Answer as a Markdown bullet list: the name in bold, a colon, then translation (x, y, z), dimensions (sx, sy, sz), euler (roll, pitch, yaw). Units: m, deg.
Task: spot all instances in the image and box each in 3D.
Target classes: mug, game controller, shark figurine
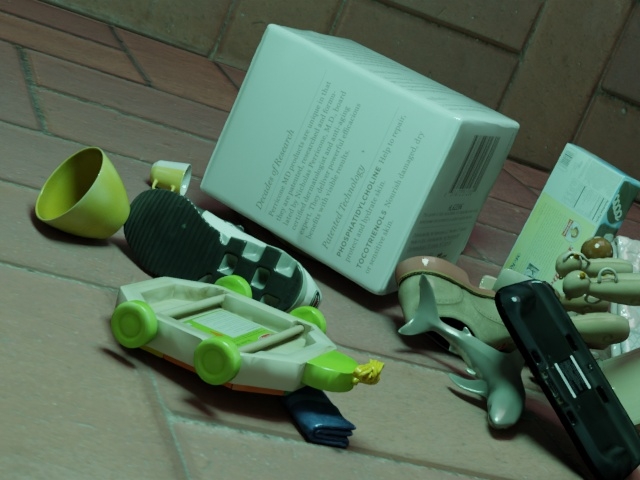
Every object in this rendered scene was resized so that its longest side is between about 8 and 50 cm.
- **mug**: translation (-0.272, -0.114, 2.162), dimensions (0.064, 0.062, 0.078), euler (16, 8, 6)
- **game controller**: translation (0.357, 0.199, 1.742), dimensions (0.166, 0.067, 0.319), euler (-14, 70, -52)
- **shark figurine**: translation (0.252, 0.167, 1.804), dimensions (0.166, 0.116, 0.278), euler (14, 27, -41)

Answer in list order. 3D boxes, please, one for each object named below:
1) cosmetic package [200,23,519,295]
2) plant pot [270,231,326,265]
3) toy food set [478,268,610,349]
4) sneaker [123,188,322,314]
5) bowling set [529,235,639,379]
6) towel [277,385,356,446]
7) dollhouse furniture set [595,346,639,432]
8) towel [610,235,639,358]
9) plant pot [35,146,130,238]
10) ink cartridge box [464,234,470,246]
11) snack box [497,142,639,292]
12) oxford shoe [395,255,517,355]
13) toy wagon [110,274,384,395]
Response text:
- **cosmetic package**: translation (0.075, -0.148, 2.139), dimensions (0.393, 0.327, 0.329), euler (30, 16, 23)
- **plant pot**: translation (0.000, 0.000, 2.211), dimensions (0.236, 0.032, 0.236), euler (21, 16, -6)
- **toy food set**: translation (0.405, 0.110, 2.176), dimensions (0.219, 0.092, 0.306), euler (24, -4, 3)
- **sneaker**: translation (-0.143, 0.034, 1.775), dimensions (0.330, 0.122, 0.146), euler (29, -2, 25)
- **bowling set**: translation (0.407, 0.085, 1.948), dimensions (0.154, 0.287, 0.200), euler (5, 46, -13)
- **towel**: translation (-0.008, 0.208, 1.489), dimensions (0.067, 0.029, 0.119), euler (13, 18, -30)
- **dollhouse furniture set**: translation (0.605, 0.315, 1.933), dimensions (0.303, 0.198, 0.286), euler (46, 28, -48)
- **towel**: translation (0.692, 0.167, 2.256), dimensions (0.331, 0.053, 0.317), euler (19, 54, -13)
- **plant pot**: translation (-0.336, -0.056, 1.774), dimensions (0.095, 0.134, 0.134), euler (45, 0, -35)
- **ink cartridge box**: translation (0.236, -0.148, 2.600), dimensions (0.198, 0.270, 0.197), euler (14, 16, -29)
- **snack box**: translation (0.486, -0.011, 2.391), dimensions (0.060, 0.322, 0.187), euler (17, 16, -33)
- **oxford shoe**: translation (0.259, 0.149, 1.989), dimensions (0.348, 0.123, 0.130), euler (24, 51, -27)
- **toy wagon**: translation (-0.088, 0.126, 1.512), dimensions (0.344, 0.068, 0.267), euler (22, 14, 21)
